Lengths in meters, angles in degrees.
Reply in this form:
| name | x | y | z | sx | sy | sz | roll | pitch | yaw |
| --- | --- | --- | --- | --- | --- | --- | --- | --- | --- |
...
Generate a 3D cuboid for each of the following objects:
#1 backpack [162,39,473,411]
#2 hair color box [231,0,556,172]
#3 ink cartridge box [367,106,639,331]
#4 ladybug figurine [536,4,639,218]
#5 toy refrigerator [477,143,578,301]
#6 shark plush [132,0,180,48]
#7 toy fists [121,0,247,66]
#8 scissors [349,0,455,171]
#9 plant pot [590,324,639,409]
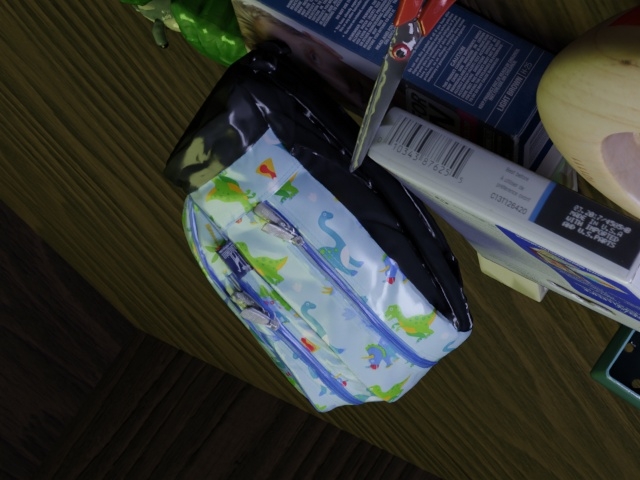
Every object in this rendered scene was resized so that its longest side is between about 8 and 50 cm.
| name | x | y | z | sx | sy | sz | roll | pitch | yaw |
| --- | --- | --- | --- | --- | --- | --- | --- | --- | --- |
| backpack | 0.000 | 0.000 | 1.740 | 0.355 | 0.273 | 0.290 | 35 | -169 | -8 |
| hair color box | 0.080 | -0.190 | 1.774 | 0.347 | 0.105 | 0.174 | 30 | 165 | 16 |
| ink cartridge box | 0.233 | 0.000 | 1.670 | 0.303 | 0.072 | 0.307 | 27 | 178 | 32 |
| ladybug figurine | 0.381 | -0.083 | 1.349 | 0.449 | 0.162 | 0.305 | 22 | 162 | 40 |
| toy refrigerator | 0.236 | -0.035 | 1.937 | 0.094 | 0.102 | 0.269 | 28 | 164 | 21 |
| shark plush | -0.204 | -0.319 | 2.141 | 0.161 | 0.073 | 0.067 | 51 | 151 | 19 |
| toy fists | -0.170 | -0.298 | 1.992 | 0.279 | 0.096 | 0.142 | 34 | 180 | 0 |
| scissors | 0.071 | -0.194 | 1.549 | 0.109 | 0.297 | 0.021 | 27 | -151 | -21 |
| plant pot | 0.417 | 0.140 | 1.997 | 0.165 | 0.166 | 0.234 | 34 | 172 | 0 |
